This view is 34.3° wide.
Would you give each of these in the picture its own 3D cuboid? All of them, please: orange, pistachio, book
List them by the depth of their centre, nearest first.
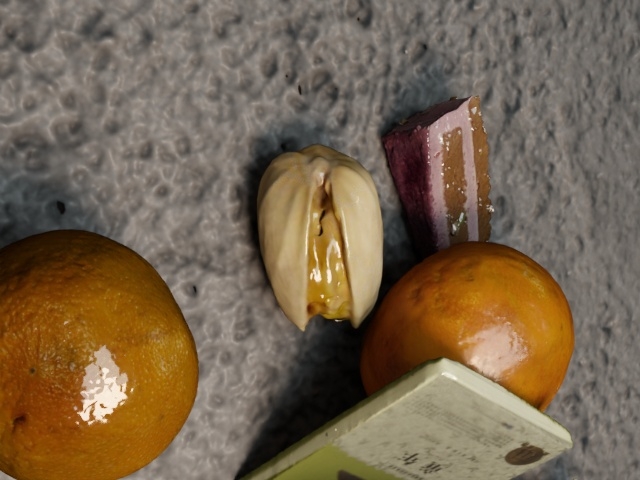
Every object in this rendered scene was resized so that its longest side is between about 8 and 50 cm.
[{"bbox_3d":[-0.241,0.116,1.019,0.264,0.264,0.264,-2,94,-35],"label":"orange"},{"bbox_3d":[0.095,0.269,1.233,0.239,0.352,0.035,31,36,-32],"label":"book"},{"bbox_3d":[0.000,0.000,1.252,0.157,0.157,0.230,-15,107,-34],"label":"pistachio"},{"bbox_3d":[0.186,0.139,1.308,0.284,0.226,0.284,-31,147,-23],"label":"orange"}]

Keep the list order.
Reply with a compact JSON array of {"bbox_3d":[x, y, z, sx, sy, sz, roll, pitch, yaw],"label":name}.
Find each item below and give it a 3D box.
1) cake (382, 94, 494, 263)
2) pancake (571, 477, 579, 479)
[{"bbox_3d":[0.164,-0.056,1.404,0.116,0.113,0.295,-29,122,-29],"label":"cake"},{"bbox_3d":[0.316,0.510,1.383,0.426,0.067,0.305,-16,90,-39],"label":"pancake"}]
